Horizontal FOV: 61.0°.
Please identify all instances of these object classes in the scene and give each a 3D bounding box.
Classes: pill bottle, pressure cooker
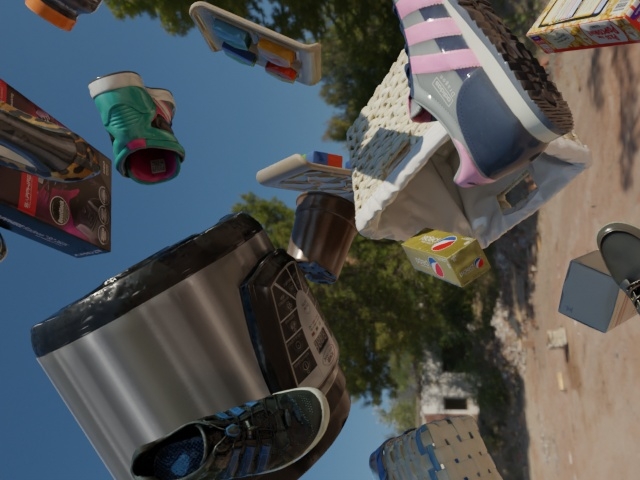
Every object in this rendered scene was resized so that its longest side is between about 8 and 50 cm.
[{"bbox_3d":[-0.438,-0.510,0.989,0.245,0.130,0.130,-53,-7,13],"label":"pill bottle"},{"bbox_3d":[-0.160,0.209,0.818,0.420,0.370,0.375,62,159,-6],"label":"pressure cooker"}]

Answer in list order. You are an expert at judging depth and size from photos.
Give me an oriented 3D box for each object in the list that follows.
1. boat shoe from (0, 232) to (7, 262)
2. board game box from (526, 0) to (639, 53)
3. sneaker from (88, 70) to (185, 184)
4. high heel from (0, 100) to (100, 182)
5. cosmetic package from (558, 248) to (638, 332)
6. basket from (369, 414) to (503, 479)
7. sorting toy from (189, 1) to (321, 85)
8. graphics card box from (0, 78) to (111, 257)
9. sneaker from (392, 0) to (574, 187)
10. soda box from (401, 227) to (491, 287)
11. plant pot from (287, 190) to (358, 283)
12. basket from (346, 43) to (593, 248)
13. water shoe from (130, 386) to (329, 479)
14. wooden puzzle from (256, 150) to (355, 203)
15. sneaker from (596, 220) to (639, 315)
[{"bbox_3d":[-0.671,-0.059,1.010,0.233,0.084,0.079,56,159,-5],"label":"boat shoe"},{"bbox_3d":[0.349,-0.301,0.640,0.146,0.045,0.193,-56,16,8],"label":"board game box"},{"bbox_3d":[-0.313,-0.193,1.006,0.295,0.124,0.178,-75,-32,-84],"label":"sneaker"},{"bbox_3d":[-0.418,-0.138,0.691,0.093,0.261,0.186,-68,-25,-5],"label":"high heel"},{"bbox_3d":[0.748,0.104,1.367,0.296,0.129,0.153,-15,-60,-34],"label":"cosmetic package"},{"bbox_3d":[0.208,0.482,1.023,0.201,0.289,0.254,5,-131,-36],"label":"basket"},{"bbox_3d":[-0.102,-0.315,0.908,0.193,0.208,0.038,12,-84,-90],"label":"sorting toy"},{"bbox_3d":[-0.546,-0.123,1.054,0.371,0.094,0.232,57,-156,-69],"label":"graphics card box"},{"bbox_3d":[0.118,-0.200,0.570,0.112,0.131,0.319,-4,-120,-41],"label":"sneaker"},{"bbox_3d":[0.210,0.025,0.935,0.058,0.061,0.181,59,170,-13],"label":"soda box"},{"bbox_3d":[0.000,0.000,1.234,0.167,0.167,0.165,63,-140,-58],"label":"plant pot"},{"bbox_3d":[0.257,-0.179,1.061,0.328,0.331,0.266,-51,41,48],"label":"basket"},{"bbox_3d":[-0.087,0.204,0.544,0.080,0.203,0.073,65,-179,-65],"label":"water shoe"},{"bbox_3d":[0.023,-0.194,1.618,0.322,0.348,0.080,-8,73,62],"label":"wooden puzzle"},{"bbox_3d":[0.477,0.069,0.776,0.118,0.083,0.222,-15,-114,-52],"label":"sneaker"}]
